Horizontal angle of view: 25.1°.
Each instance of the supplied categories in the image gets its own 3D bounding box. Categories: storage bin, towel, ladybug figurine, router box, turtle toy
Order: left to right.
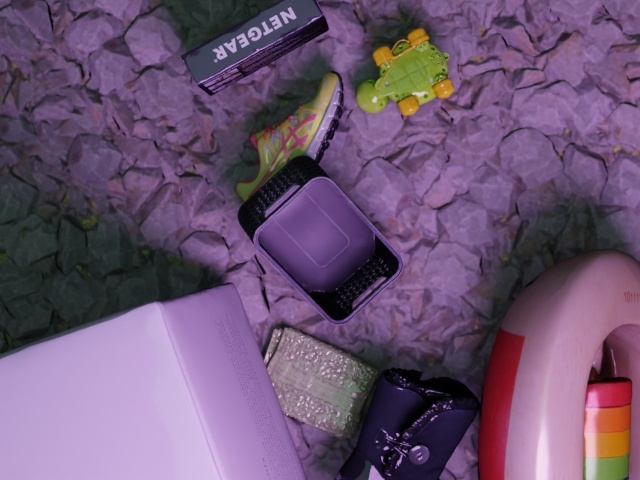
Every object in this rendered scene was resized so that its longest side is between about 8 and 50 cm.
[{"bbox_3d":[-0.078,-0.245,1.779,0.179,0.133,0.046,-29,89,2],"label":"router box"},{"bbox_3d":[-0.008,0.180,1.827,0.148,0.027,0.110,22,90,4],"label":"towel"},{"bbox_3d":[0.000,0.000,1.761,0.122,0.084,0.180,-42,117,2],"label":"storage bin"},{"bbox_3d":[0.103,-0.203,1.802,0.130,0.066,0.095,-26,89,3],"label":"turtle toy"},{"bbox_3d":[0.295,0.232,1.704,0.162,0.305,0.449,3,88,42],"label":"ladybug figurine"}]

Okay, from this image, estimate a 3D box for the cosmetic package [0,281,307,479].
[{"bbox_3d":[-0.228,0.257,1.643,0.329,0.394,0.327,-20,89,8],"label":"cosmetic package"}]

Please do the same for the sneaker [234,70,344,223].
[{"bbox_3d":[-0.040,-0.125,1.804,0.094,0.081,0.208,28,92,5],"label":"sneaker"}]

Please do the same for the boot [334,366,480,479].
[{"bbox_3d":[0.146,0.278,1.736,0.246,0.094,0.207,24,105,-12],"label":"boot"}]
